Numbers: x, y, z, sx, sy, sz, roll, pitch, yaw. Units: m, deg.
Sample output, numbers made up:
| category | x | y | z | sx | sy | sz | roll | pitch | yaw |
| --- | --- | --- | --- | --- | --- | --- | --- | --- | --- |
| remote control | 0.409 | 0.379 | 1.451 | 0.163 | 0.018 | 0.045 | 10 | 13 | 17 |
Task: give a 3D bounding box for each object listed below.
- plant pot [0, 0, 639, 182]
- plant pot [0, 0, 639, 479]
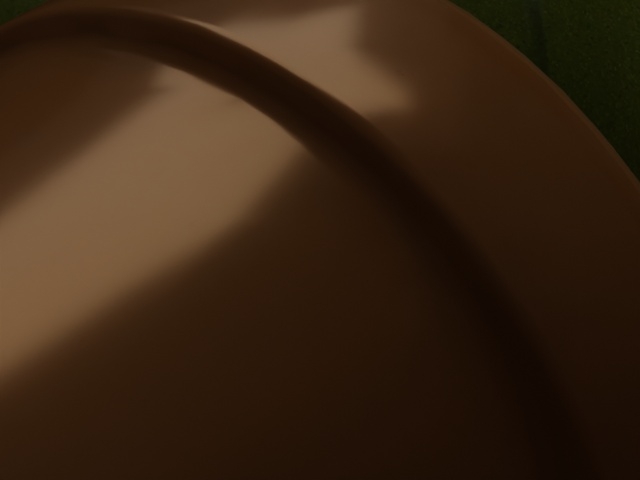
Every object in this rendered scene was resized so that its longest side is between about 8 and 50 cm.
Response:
| category | x | y | z | sx | sy | sz | roll | pitch | yaw |
| --- | --- | --- | --- | --- | --- | --- | --- | --- | --- |
| plant pot | -0.073 | -0.034 | 0.862 | 0.353 | 0.366 | 0.366 | 8 | 0 | -23 |
| plant pot | -0.058 | 0.087 | 0.483 | 0.291 | 0.291 | 0.203 | 2 | 23 | 43 |
